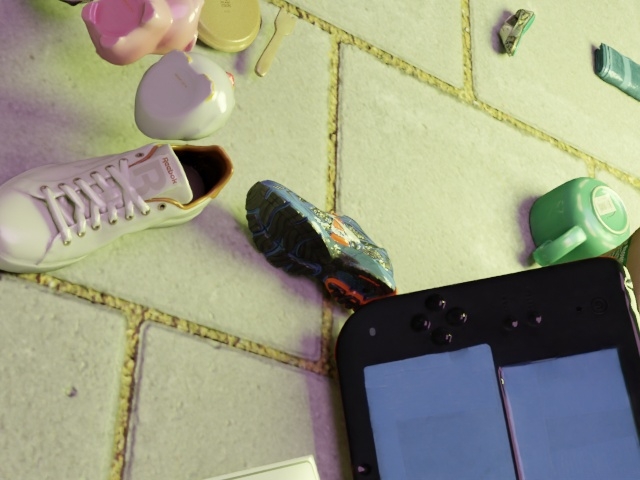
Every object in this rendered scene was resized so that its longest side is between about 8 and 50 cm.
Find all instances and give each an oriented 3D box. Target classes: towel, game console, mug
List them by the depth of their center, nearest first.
[{"bbox_3d":[0.202,0.223,1.317,0.060,0.342,0.387,53,26,-65],"label":"game console"},{"bbox_3d":[0.374,-0.014,1.725,0.129,0.097,0.158,32,50,-23],"label":"mug"},{"bbox_3d":[0.507,-0.278,2.033,0.119,0.029,0.067,24,54,-29],"label":"towel"}]

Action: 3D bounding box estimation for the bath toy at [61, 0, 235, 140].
[{"bbox_3d":[-0.197,-0.250,1.330,0.348,0.151,0.129,58,0,15],"label":"bath toy"}]

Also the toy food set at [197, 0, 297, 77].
[{"bbox_3d":[-0.127,-0.291,1.504,0.192,0.038,0.132,40,54,-23],"label":"toy food set"}]

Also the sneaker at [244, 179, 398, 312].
[{"bbox_3d":[0.000,0.000,1.428,0.221,0.083,0.087,39,34,-24],"label":"sneaker"}]

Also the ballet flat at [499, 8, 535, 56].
[{"bbox_3d":[0.297,-0.321,1.879,0.041,0.041,0.114,44,46,-13],"label":"ballet flat"}]

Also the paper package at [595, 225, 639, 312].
[{"bbox_3d":[0.452,0.188,1.506,0.309,0.168,0.325,31,52,-16],"label":"paper package"}]

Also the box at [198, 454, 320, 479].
[{"bbox_3d":[-0.052,0.365,1.164,0.169,0.087,0.290,-3,69,-41],"label":"box"}]

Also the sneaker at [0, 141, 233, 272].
[{"bbox_3d":[-0.212,-0.052,1.235,0.290,0.123,0.106,-22,84,-43],"label":"sneaker"}]
